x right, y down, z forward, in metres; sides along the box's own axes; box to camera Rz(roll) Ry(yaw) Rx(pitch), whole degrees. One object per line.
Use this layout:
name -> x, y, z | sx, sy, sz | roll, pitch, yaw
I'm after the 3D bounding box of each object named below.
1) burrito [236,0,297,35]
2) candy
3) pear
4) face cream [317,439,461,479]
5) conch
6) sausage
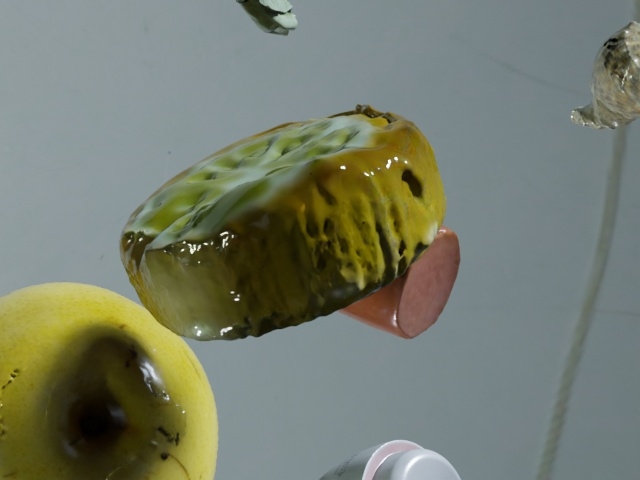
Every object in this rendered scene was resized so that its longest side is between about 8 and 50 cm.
burrito -> -0.062, -0.263, 1.630 | 0.044, 0.118, 0.074 | -31, 59, 11
candy -> -0.030, -0.018, 1.130 | 0.259, 0.260, 0.118 | -21, 107, -4
pear -> -0.270, 0.211, 1.529 | 0.348, 0.348, 0.349 | 0, 93, -6
face cream -> 0.042, 0.182, 0.969 | 0.091, 0.095, 0.091 | 19, 62, -40
conch -> 0.373, -0.177, 1.669 | 0.155, 0.207, 0.130 | 3, 62, -26
sausage -> 0.000, 0.000, 1.370 | 0.259, 0.113, 0.114 | 22, 91, 32
